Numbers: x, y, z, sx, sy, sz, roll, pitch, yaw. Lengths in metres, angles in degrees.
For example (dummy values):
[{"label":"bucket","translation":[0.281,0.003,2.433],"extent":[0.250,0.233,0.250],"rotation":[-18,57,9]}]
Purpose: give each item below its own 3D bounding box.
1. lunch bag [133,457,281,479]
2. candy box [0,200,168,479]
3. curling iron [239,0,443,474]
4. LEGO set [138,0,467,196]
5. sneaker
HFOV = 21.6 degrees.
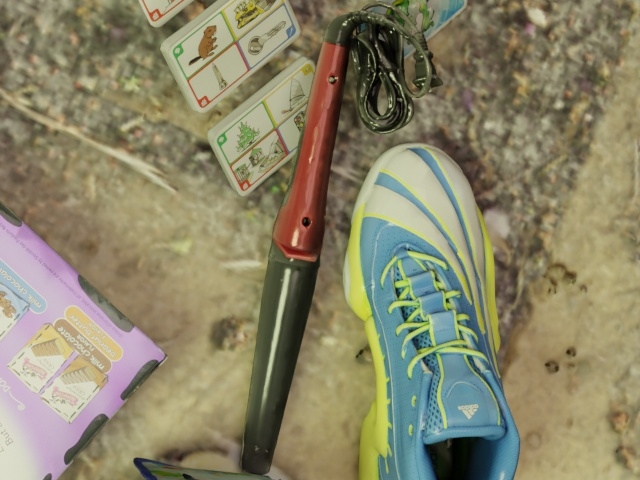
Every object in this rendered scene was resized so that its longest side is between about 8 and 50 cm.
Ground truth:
[{"label":"lunch bag","translation":[-0.079,0.164,0.867],"extent":[0.151,0.129,0.096],"rotation":[-21,93,-11]},{"label":"candy box","translation":[-0.208,0.078,0.871],"extent":[0.165,0.070,0.196],"rotation":[44,74,-10]},{"label":"curling iron","translation":[0.000,0.000,0.933],"extent":[0.068,0.035,0.274],"rotation":[20,94,17]},{"label":"LEGO set","translation":[0.003,-0.168,0.942],"extent":[0.244,0.060,0.182],"rotation":[-41,136,-15]},{"label":"sneaker","translation":[0.073,0.060,0.930],"extent":[0.091,0.126,0.240],"rotation":[-2,87,-18]}]
